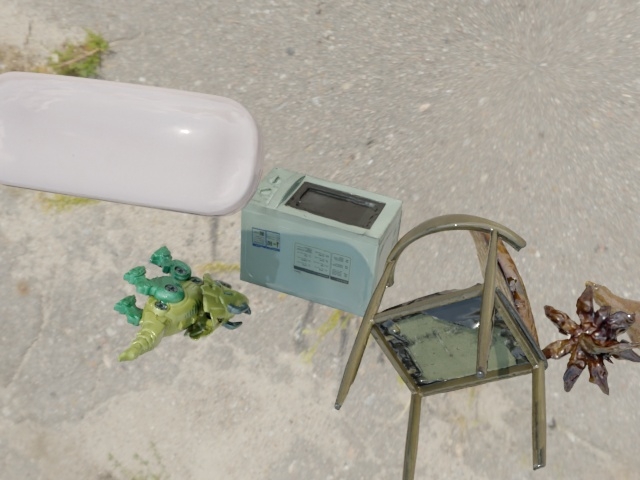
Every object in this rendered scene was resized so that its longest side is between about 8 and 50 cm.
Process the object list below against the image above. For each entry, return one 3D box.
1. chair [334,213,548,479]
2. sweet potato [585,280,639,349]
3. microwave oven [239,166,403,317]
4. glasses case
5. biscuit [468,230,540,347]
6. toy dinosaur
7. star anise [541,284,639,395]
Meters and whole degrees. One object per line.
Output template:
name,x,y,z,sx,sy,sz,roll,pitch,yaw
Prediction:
chair,0.148,0.115,0.898,0.188,0.272,0.166,-18,123,27
sweet potato,0.501,0.122,1.270,0.068,0.068,0.226,-40,117,19
microwave oven,0.000,0.000,1.164,0.208,0.122,0.162,16,126,16
glasses case,-0.198,-0.093,0.765,0.296,0.075,0.113,9,90,11
biscuit,0.280,0.081,1.195,0.031,0.176,0.229,-19,94,1
toy dinosaur,-0.212,0.095,1.087,0.153,0.259,0.094,30,117,19
star anise,0.393,0.149,1.182,0.167,0.057,0.168,-17,60,33
